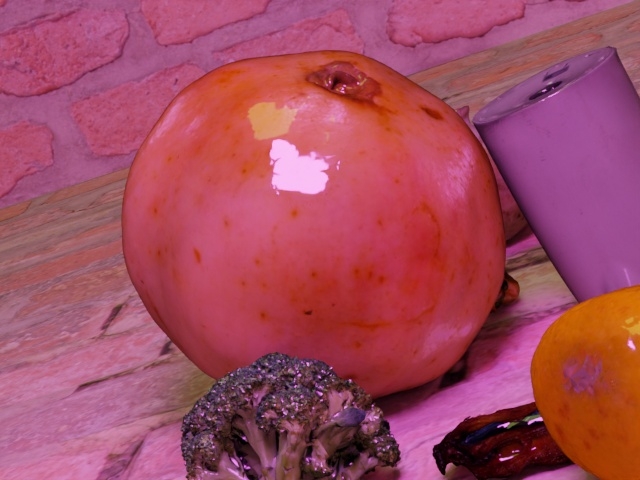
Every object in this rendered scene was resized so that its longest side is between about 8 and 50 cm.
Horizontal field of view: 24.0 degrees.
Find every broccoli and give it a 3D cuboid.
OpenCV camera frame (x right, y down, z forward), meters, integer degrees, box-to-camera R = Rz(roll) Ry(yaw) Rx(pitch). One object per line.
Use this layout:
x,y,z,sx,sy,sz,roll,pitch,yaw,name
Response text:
-0.030,0.184,1.362,0.195,0.156,0.195,-15,-26,-8,broccoli

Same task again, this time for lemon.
0.261,0.113,1.164,0.170,0.170,0.207,-31,12,-39,lemon

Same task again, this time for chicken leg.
0.220,0.153,1.319,0.253,0.051,0.106,-18,8,-6,chicken leg

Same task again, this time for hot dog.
0.182,0.036,1.773,0.055,0.072,0.188,-42,15,0,hot dog

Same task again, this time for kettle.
0.299,-0.066,1.597,0.165,0.255,0.240,-26,11,28,kettle

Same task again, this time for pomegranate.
0.000,0.000,1.593,0.411,0.411,0.411,-19,14,5,pomegranate

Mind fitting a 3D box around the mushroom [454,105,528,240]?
0.199,-0.083,1.981,0.255,0.184,0.255,-26,1,1,mushroom
